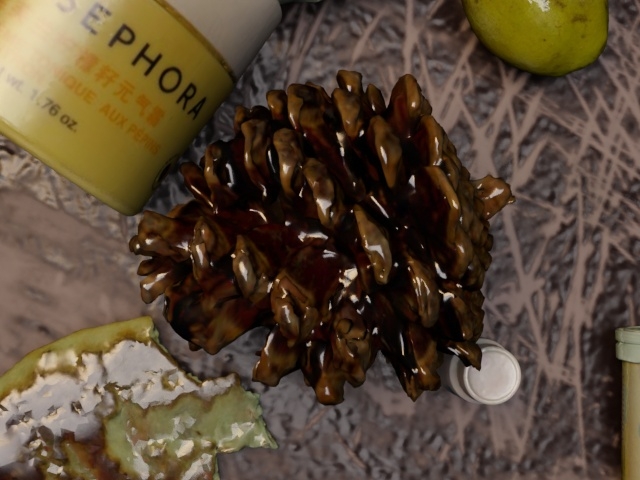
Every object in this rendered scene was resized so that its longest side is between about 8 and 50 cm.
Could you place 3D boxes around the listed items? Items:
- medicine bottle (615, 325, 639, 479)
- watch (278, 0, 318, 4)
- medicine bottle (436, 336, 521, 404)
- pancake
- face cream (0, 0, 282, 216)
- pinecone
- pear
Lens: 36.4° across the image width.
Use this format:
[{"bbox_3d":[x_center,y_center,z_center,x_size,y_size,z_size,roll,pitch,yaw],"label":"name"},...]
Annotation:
[{"bbox_3d":[0.278,0.180,0.793,0.074,0.074,0.218,0,91,-6],"label":"medicine bottle"},{"bbox_3d":[-0.007,-0.294,0.719,0.253,0.162,0.241,17,84,1],"label":"watch"},{"bbox_3d":[0.123,0.102,0.766,0.052,0.089,0.052,0,89,-6],"label":"medicine bottle"},{"bbox_3d":[-0.207,0.261,0.751,0.305,0.067,0.426,12,87,-14],"label":"pancake"},{"bbox_3d":[-0.165,-0.148,0.674,0.218,0.218,0.179,36,86,-4],"label":"face cream"},{"bbox_3d":[0.007,0.003,0.694,0.257,0.243,0.243,-13,90,30],"label":"pinecone"},{"bbox_3d":[0.170,-0.190,0.770,0.131,0.107,0.107,44,85,-13],"label":"pear"}]
